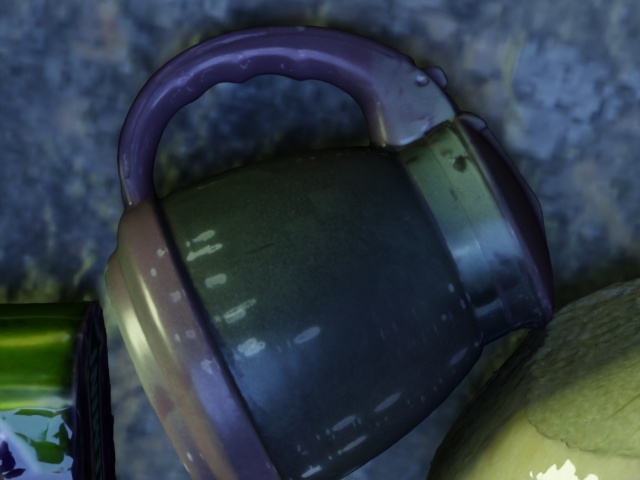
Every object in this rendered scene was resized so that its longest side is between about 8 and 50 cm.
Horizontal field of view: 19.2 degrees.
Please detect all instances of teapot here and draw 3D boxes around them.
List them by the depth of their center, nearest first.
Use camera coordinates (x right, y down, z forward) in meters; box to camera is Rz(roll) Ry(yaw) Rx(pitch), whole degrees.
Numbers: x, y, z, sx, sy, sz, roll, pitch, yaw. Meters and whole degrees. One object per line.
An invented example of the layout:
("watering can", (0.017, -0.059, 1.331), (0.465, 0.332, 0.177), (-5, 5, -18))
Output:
("teapot", (0.003, 0.006, 0.657), (0.146, 0.148, 0.116), (-25, 149, -1))

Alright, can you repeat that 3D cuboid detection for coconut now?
("coconut", (0.119, 0.115, 0.655), (0.194, 0.194, 0.194), (0, 115, 0))

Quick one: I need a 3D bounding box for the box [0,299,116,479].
("box", (-0.251, 0.089, 0.688), (0.345, 0.097, 0.134), (-2, 106, 1))
